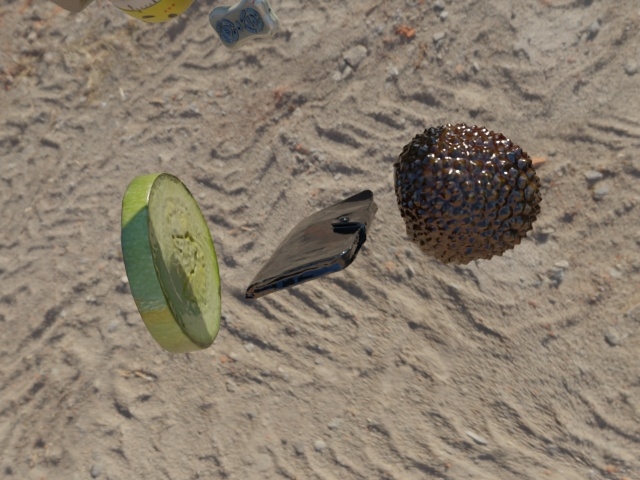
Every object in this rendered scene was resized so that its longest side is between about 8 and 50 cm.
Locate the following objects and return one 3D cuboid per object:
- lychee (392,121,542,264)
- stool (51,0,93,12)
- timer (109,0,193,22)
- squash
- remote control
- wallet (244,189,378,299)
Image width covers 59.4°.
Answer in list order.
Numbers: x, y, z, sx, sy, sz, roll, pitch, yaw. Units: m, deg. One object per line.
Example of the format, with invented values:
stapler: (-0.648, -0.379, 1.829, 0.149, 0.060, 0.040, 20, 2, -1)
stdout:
lychee: (0.268, -0.090, 1.030, 0.267, 0.267, 0.268, -10, 66, 22)
stool: (-0.202, -0.377, 0.538, 0.179, 0.179, 0.264, 32, 74, 32)
timer: (-0.405, -0.670, 1.419, 0.285, 0.285, 0.285, -10, 66, 22)
squash: (-0.198, 0.025, 0.775, 0.048, 0.252, 0.252, -11, 64, 6)
remote control: (-0.125, -0.354, 0.911, 0.122, 0.074, 0.032, -5, 42, 39)
wallet: (0.000, 0.000, 1.015, 0.197, 0.377, 0.051, -21, 103, 19)
